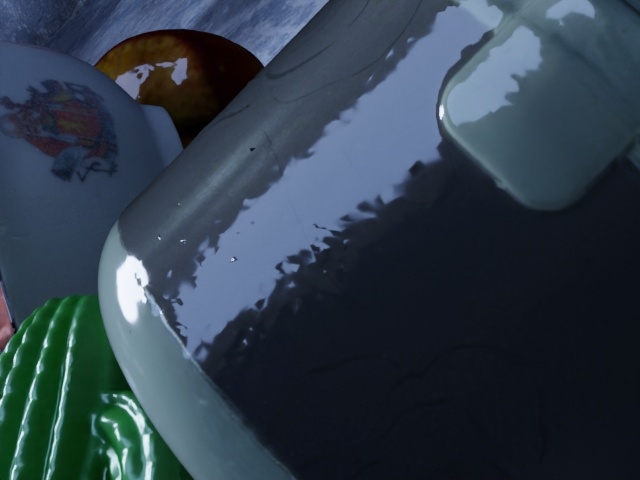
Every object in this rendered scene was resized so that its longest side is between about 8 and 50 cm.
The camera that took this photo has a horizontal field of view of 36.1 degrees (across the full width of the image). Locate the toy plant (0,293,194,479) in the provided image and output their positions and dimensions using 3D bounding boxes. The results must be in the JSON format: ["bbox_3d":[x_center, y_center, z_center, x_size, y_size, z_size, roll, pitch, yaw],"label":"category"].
[{"bbox_3d":[-0.117,0.130,0.447,0.154,0.088,0.240,-41,39,14],"label":"toy plant"}]

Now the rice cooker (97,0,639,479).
[{"bbox_3d":[0.074,0.014,0.461,0.277,0.288,0.288,-44,27,4],"label":"rice cooker"}]

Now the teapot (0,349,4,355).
[{"bbox_3d":[-0.351,0.233,0.852,0.424,0.252,0.280,-15,74,61],"label":"teapot"}]

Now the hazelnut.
[{"bbox_3d":[-0.152,-0.092,1.022,0.217,0.217,0.252,21,95,62],"label":"hazelnut"}]

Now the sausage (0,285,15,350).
[{"bbox_3d":[-0.314,0.018,1.160,0.152,0.152,0.280,-15,42,48],"label":"sausage"}]

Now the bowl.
[{"bbox_3d":[-0.187,-0.024,0.814,0.157,0.346,0.345,-15,23,-14],"label":"bowl"}]
